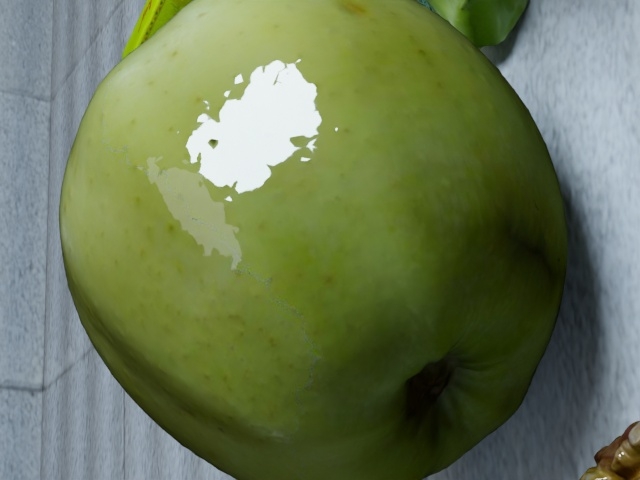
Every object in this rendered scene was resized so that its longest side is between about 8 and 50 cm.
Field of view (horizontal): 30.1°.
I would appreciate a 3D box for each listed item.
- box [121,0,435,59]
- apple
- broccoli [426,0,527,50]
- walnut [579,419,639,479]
[{"bbox_3d":[-0.023,-0.209,1.267,0.187,0.335,0.047,-56,31,35],"label":"box"},{"bbox_3d":[0.000,0.000,1.077,0.473,0.474,0.473,-27,58,54],"label":"apple"},{"bbox_3d":[0.099,-0.359,1.072,0.353,0.275,0.397,-59,-55,-75],"label":"broccoli"},{"bbox_3d":[0.253,0.207,0.930,0.170,0.069,0.143,-64,34,29],"label":"walnut"}]
